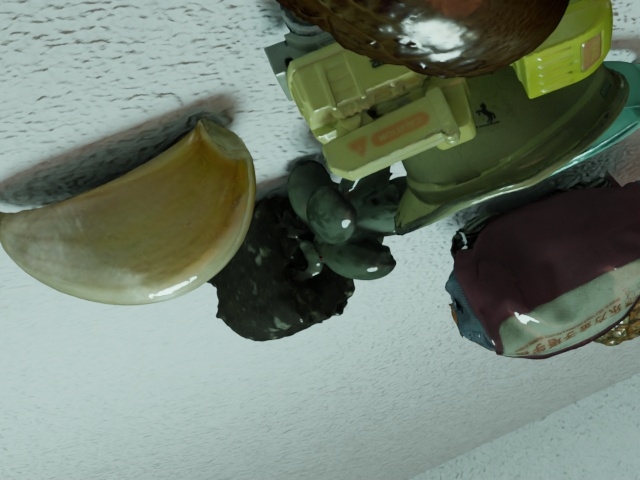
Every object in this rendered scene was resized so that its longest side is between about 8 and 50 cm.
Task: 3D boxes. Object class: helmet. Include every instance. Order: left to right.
[{"bbox_3d":[0.132,-0.127,1.318,0.257,0.137,0.204,-25,-158,39],"label":"helmet"}]

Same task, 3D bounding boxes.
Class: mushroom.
[{"bbox_3d":[0.042,-0.193,0.918,0.253,0.253,0.153,12,109,-58],"label":"mushroom"}]

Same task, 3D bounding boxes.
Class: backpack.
[{"bbox_3d":[0.296,0.045,1.879,0.283,0.197,0.317,-22,166,1],"label":"backpack"}]

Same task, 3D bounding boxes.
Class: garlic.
[{"bbox_3d":[-0.173,-0.021,1.347,0.245,0.145,0.164,-18,130,-2],"label":"garlic"}]

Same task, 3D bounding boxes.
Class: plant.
[{"bbox_3d":[0.001,0.000,1.529,0.146,0.149,0.274,-25,172,-42],"label":"plant"}]

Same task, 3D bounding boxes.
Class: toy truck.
[{"bbox_3d":[0.101,-0.153,1.172,0.272,0.157,0.124,-21,161,4],"label":"toy truck"}]

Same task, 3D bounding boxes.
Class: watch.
[{"bbox_3d":[0.241,-0.118,1.557,0.237,0.068,0.195,-26,162,20],"label":"watch"}]

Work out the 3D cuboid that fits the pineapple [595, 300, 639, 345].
[{"bbox_3d":[0.455,0.020,2.067,0.158,0.158,0.279,-6,144,-36],"label":"pineapple"}]
